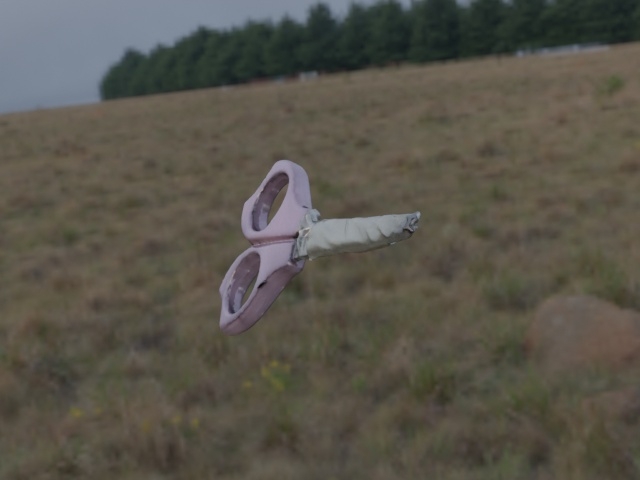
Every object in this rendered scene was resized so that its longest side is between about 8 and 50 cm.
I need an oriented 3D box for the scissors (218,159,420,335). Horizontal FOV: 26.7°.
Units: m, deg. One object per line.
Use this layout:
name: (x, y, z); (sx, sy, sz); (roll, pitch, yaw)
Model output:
scissors: (-0.001, 0.000, 0.736); (0.021, 0.110, 0.212); (23, -14, -26)
